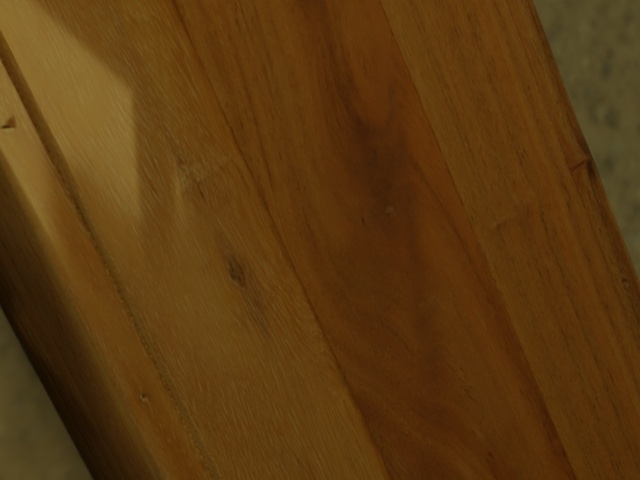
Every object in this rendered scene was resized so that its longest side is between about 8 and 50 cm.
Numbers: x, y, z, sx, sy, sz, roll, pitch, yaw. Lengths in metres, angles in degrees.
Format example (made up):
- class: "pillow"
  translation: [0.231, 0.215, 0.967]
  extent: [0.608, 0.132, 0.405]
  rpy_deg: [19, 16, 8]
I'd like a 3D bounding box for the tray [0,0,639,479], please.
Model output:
- class: "tray"
  translation: [0.000, 0.000, 0.579]
  extent: [0.203, 0.076, 0.411]
  rpy_deg: [-35, 113, -26]
